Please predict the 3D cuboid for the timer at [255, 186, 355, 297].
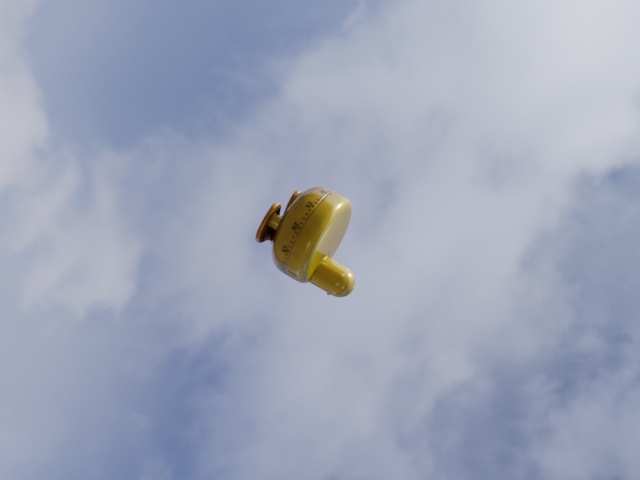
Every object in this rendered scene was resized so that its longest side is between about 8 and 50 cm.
[{"bbox_3d":[0.000,0.000,0.767,0.109,0.107,0.107,30,-84,13],"label":"timer"}]
